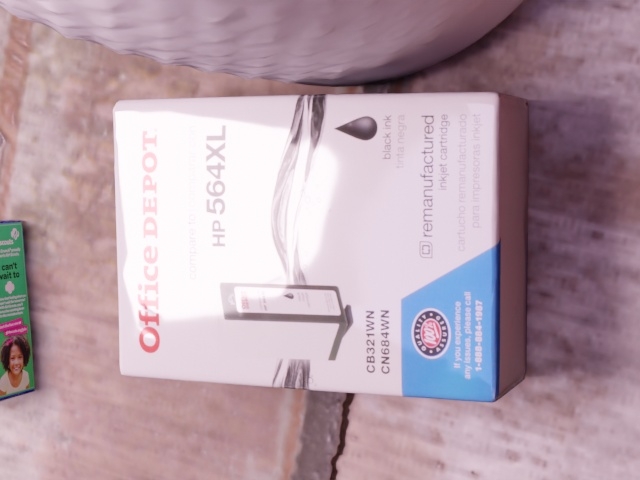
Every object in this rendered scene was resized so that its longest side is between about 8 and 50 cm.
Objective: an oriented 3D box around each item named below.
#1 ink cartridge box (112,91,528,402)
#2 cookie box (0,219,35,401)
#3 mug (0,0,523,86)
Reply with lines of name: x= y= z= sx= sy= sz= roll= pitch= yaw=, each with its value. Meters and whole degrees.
ink cartridge box: x=0.000 y=0.000 z=0.607 sx=0.203 sy=0.086 sz=0.148 roll=1 pitch=94 yaw=20
cookie box: x=-0.226 y=0.043 z=0.720 sx=0.091 sy=0.040 sz=0.107 roll=-3 pitch=93 yaw=21
mug: x=-0.014 y=-0.205 z=0.450 sx=0.374 sy=0.328 sz=0.276 roll=6 pitch=95 yaw=26
